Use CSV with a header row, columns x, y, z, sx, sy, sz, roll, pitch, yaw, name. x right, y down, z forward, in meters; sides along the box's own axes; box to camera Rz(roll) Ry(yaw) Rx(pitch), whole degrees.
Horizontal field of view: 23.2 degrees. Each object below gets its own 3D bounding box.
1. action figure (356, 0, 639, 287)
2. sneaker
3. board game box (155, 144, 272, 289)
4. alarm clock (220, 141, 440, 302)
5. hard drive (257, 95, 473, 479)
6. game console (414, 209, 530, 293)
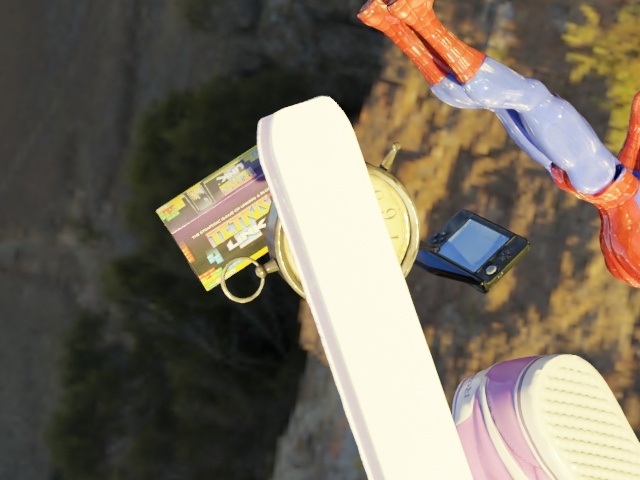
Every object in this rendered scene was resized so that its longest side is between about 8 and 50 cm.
x,y,z,sx,sy,sz,roll,pitch,yaw,name
0.168,-0.075,0.895,0.139,0.280,0.091,-45,15,-6,action figure
0.201,0.221,1.247,0.161,0.102,0.282,-19,96,56,sneaker
-0.100,-0.032,1.920,0.170,0.141,0.048,-34,56,-5,board game box
0.000,0.000,1.357,0.129,0.192,0.064,68,167,-17,alarm clock
0.023,0.048,0.783,0.319,0.040,0.210,75,176,-89,hard drive
0.132,0.001,1.592,0.107,0.071,0.122,-43,35,-11,game console
